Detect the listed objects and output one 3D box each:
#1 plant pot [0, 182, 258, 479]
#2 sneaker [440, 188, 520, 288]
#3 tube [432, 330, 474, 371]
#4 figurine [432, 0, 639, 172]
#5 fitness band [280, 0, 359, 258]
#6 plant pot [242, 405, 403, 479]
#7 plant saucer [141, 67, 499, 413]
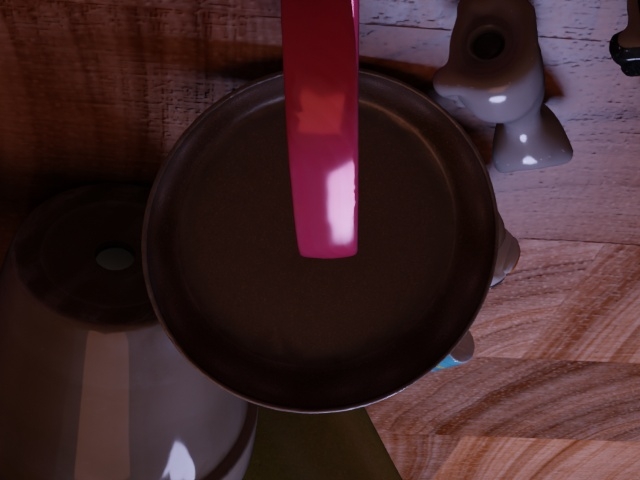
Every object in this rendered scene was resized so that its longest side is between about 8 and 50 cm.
[{"bbox_3d":[-0.212,0.106,1.098,0.323,0.323,0.280,4,135,-7],"label":"plant pot"},{"bbox_3d":[0.059,-0.016,1.076,0.262,0.099,0.121,-7,126,28],"label":"sneaker"},{"bbox_3d":[0.112,0.155,1.423,0.080,0.052,0.207,30,147,-25],"label":"tube"},{"bbox_3d":[0.216,-0.119,0.873,0.214,0.092,0.209,-10,154,19],"label":"figurine"},{"bbox_3d":[0.005,-0.110,0.750,0.054,0.209,0.291,-2,152,2],"label":"fitness band"},{"bbox_3d":[-0.020,0.288,1.331,0.276,0.254,0.276,-25,145,-19],"label":"plant pot"},{"bbox_3d":[0.000,0.000,0.955,0.310,0.311,0.050,6,-166,-11],"label":"plant saucer"}]
